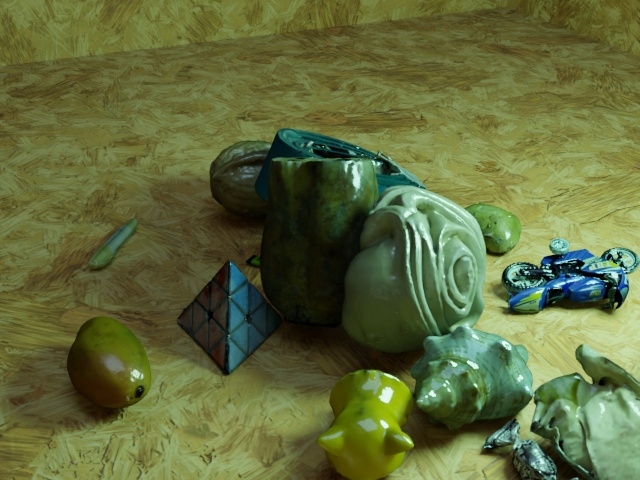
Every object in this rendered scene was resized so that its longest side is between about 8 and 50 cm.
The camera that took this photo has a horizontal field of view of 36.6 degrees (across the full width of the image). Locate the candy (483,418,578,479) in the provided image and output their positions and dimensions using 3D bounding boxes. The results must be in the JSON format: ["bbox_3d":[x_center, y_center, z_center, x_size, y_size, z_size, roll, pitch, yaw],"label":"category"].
[{"bbox_3d":[0.343,0.367,1.556,0.094,0.051,0.226,-10,30,-17],"label":"candy"}]

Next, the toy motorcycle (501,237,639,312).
[{"bbox_3d":[0.538,0.087,2.048,0.315,0.113,0.169,-10,38,-4],"label":"toy motorcycle"}]

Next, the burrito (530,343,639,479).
[{"bbox_3d":[0.501,0.323,1.554,0.332,0.190,0.135,36,-2,42],"label":"burrito"}]

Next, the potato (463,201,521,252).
[{"bbox_3d":[0.402,-0.032,2.288,0.105,0.085,0.188,-35,37,-18],"label":"potato"}]

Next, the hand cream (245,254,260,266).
[{"bbox_3d":[-0.108,0.054,2.141,0.122,0.023,0.036,13,33,27],"label":"hand cream"}]

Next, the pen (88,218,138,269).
[{"bbox_3d":[-0.462,0.006,2.191,0.040,0.032,0.233,29,30,0],"label":"pen"}]

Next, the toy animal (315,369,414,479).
[{"bbox_3d":[0.080,0.292,1.582,0.156,0.156,0.230,5,24,4],"label":"toy animal"}]

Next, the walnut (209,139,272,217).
[{"bbox_3d":[-0.157,-0.149,2.349,0.245,0.198,0.198,-4,27,-34],"label":"walnut"}]

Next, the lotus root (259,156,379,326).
[{"bbox_3d":[0.000,0.000,1.897,0.250,0.346,0.250,5,1,0],"label":"lotus root"}]

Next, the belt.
[{"bbox_3d":[0.054,-0.121,2.201,0.436,0.173,0.300,2,28,-46],"label":"belt"}]

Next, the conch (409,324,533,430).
[{"bbox_3d":[0.286,0.227,1.696,0.386,0.170,0.203,-24,50,-39],"label":"conch"}]

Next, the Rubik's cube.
[{"bbox_3d":[-0.137,0.131,1.881,0.178,0.190,0.211,3,27,-39],"label":"Rubik's cube"}]

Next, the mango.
[{"bbox_3d":[-0.383,0.209,1.723,0.138,0.113,0.253,-9,28,-22],"label":"mango"}]

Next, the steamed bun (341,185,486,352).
[{"bbox_3d":[0.207,0.073,1.802,0.219,0.310,0.324,15,-3,36],"label":"steamed bun"}]
